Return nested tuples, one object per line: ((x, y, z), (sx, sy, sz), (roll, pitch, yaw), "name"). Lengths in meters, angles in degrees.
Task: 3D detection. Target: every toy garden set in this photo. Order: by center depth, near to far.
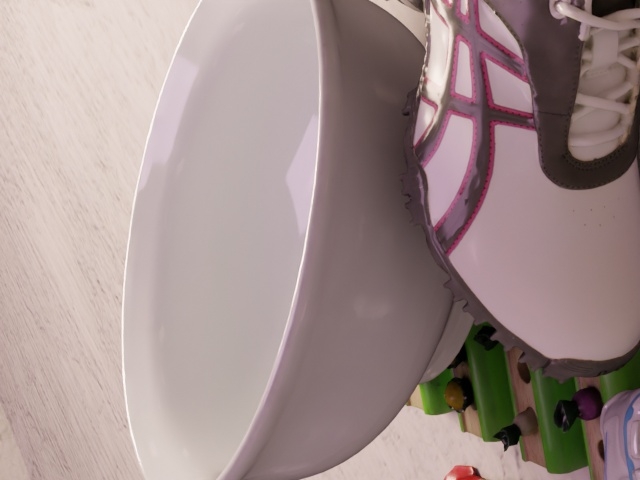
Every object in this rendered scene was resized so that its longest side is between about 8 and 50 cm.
((0.096, 0.111, 0.864), (0.244, 0.049, 0.203), (17, 121, 64), "toy garden set")

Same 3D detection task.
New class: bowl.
((0.000, 0.000, 0.843), (0.298, 0.134, 0.297), (-170, 90, -69), "bowl")

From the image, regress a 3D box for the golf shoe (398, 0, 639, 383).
((0.094, -0.071, 0.676), (0.120, 0.105, 0.272), (-12, 95, 61), "golf shoe")

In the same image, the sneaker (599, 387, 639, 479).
((0.166, 0.153, 0.718), (0.083, 0.071, 0.190), (168, 94, -74), "sneaker")
